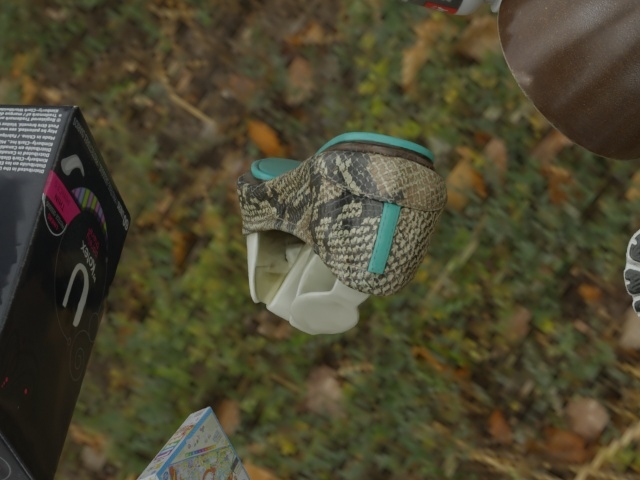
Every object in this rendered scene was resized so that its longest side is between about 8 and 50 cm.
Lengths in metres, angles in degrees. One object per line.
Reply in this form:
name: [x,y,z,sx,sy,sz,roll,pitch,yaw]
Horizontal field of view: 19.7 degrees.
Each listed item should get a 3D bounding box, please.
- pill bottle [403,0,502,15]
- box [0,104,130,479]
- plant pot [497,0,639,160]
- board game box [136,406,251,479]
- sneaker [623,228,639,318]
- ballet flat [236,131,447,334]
pill bottle: [0.113,-0.337,2.009,0.161,0.283,0.161,-166,90,-85]
box: [-0.265,0.043,1.452,0.143,0.165,0.270,3,58,16]
plant pot: [0.323,-0.227,1.761,0.230,0.215,0.215,-42,41,43]
board game box: [-0.120,0.243,1.818,0.026,0.103,0.154,-23,11,24]
sneaker: [0.276,0.049,1.334,0.068,0.170,0.071,-29,24,22]
ballet flat: [0.000,0.000,1.789,0.483,0.164,0.182,179,104,-79]
